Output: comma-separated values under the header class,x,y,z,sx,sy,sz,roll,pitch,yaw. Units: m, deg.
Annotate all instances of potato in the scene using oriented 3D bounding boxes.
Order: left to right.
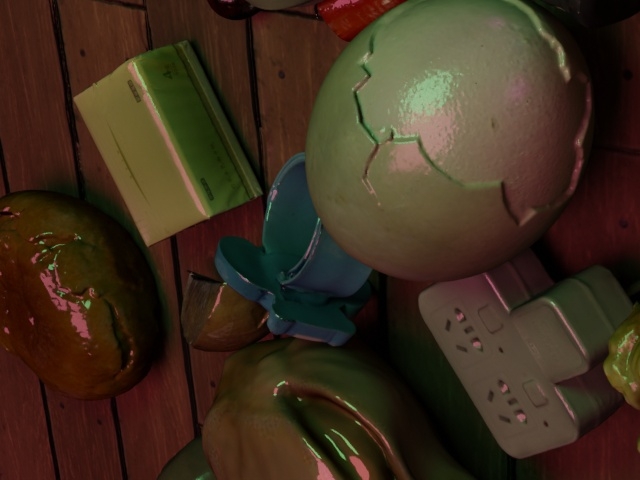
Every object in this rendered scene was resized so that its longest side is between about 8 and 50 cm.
class,x,y,z,sx,sy,sz,roll,pitch,yaw
potato,-0.117,0.107,1.776,0.261,0.120,0.100,-179,110,-75

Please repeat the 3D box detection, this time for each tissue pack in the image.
class,x,y,z,sx,sy,sz,roll,pitch,yaw
tissue pack,-0.204,-0.127,1.781,0.159,0.125,0.234,-21,95,46

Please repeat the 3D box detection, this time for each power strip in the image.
class,x,y,z,sx,sy,sz,roll,pitch,yaw
power strip,0.256,0.101,1.500,0.229,0.141,0.261,58,151,4

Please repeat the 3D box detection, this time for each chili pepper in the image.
class,x,y,z,sx,sy,sz,roll,pitch,yaw
chili pepper,0.085,-0.275,1.487,0.169,0.088,0.064,-17,63,37

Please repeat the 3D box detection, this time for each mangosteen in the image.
class,x,y,z,sx,sy,sz,roll,pitch,yaw
mangosteen,-0.100,-0.307,1.634,0.081,0.081,0.081,21,124,34

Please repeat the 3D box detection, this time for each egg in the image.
class,x,y,z,sx,sy,sz,roll,pitch,yaw
egg,0.133,-0.112,1.360,0.278,0.278,0.336,47,146,14

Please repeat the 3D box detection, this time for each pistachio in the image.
class,x,y,z,sx,sy,sz,roll,pitch,yaw
pistachio,0.043,0.290,1.664,0.445,0.281,0.365,37,165,18

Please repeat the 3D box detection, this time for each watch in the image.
class,x,y,z,sx,sy,sz,roll,pitch,yaw
watch,0.000,0.000,1.617,0.211,0.211,0.193,37,117,23

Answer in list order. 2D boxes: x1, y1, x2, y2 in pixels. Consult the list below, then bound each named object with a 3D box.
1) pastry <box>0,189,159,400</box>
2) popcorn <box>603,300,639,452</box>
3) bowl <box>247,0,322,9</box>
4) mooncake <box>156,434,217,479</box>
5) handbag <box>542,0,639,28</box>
class,x,y,z,sx,sy,sz,roll,pitch,yaw
pastry,-0.394,0.087,2.045,0.356,0.164,0.356,20,125,31
popcorn,0.410,0.112,1.250,0.225,0.276,0.276,38,133,29
bowl,-0.026,-0.336,1.481,0.211,0.211,0.112,8,155,40
mooncake,-0.106,0.381,1.892,0.275,0.135,0.275,40,172,7
handbag,0.250,-0.331,1.222,0.181,0.181,0.254,36,133,33
